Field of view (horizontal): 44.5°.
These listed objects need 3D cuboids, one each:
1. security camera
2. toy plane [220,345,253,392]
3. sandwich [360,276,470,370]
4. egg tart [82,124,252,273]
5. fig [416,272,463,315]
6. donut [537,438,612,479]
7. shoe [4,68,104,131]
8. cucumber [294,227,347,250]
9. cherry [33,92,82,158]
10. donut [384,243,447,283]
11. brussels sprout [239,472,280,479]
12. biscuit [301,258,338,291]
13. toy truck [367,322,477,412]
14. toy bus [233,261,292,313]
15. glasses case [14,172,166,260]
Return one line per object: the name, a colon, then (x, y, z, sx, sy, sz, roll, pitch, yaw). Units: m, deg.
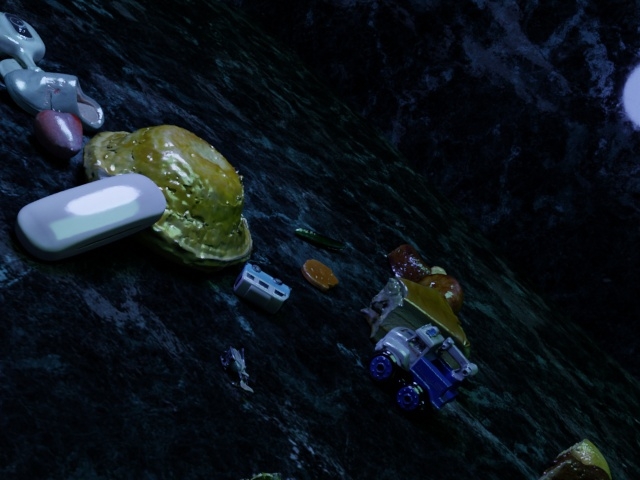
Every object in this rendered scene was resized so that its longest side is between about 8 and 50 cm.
security camera: (-0.719, -0.445, 1.893, 0.157, 0.080, 0.301, 8, 39, -54)
toy plane: (-0.155, 0.238, 1.465, 0.049, 0.031, 0.121, 35, 16, -33)
sandwich: (0.234, 0.225, 1.961, 0.198, 0.155, 0.227, 19, 28, -37)
egg tart: (-0.309, -0.120, 1.742, 0.443, 0.178, 0.443, 35, 20, -15)
fig: (0.336, 0.176, 2.266, 0.202, 0.148, 0.149, 96, -15, -70)
donut: (0.651, 0.591, 1.947, 0.151, 0.112, 0.295, 45, 23, 22)
shoe: (-0.595, -0.332, 1.801, 0.251, 0.100, 0.103, 22, 43, -46)
cucumber: (0.000, 0.000, 2.212, 0.184, 0.033, 0.036, 22, 51, -37)
cherry: (-0.565, -0.231, 1.683, 0.106, 0.087, 0.126, 24, 44, -37)
donut: (0.318, 0.105, 2.441, 0.217, 0.085, 0.141, 32, 21, -21)
brussels sprout: (-0.101, 0.395, 1.196, 0.085, 0.058, 0.085, 14, 62, -28)
biscuit: (-0.003, 0.090, 2.033, 0.102, 0.019, 0.130, 40, 21, 6)
toy truck: (0.233, 0.285, 1.801, 0.213, 0.177, 0.161, 47, 23, 19)
toy bus: (-0.129, 0.111, 1.727, 0.123, 0.060, 0.075, 32, 26, -12)
glasses case: (-0.421, -0.048, 1.457, 0.297, 0.075, 0.113, -25, 69, -43)
